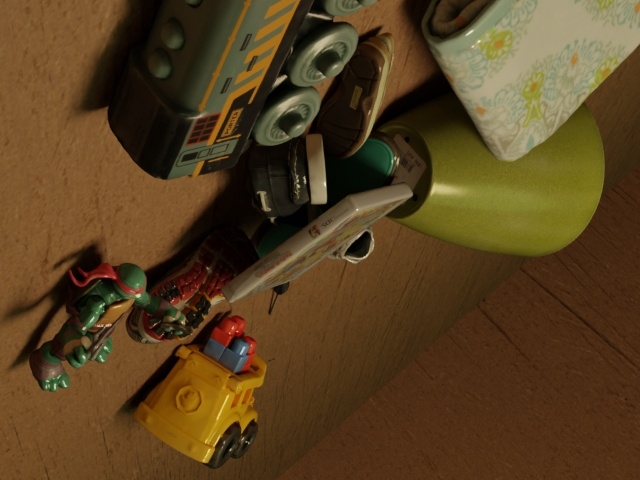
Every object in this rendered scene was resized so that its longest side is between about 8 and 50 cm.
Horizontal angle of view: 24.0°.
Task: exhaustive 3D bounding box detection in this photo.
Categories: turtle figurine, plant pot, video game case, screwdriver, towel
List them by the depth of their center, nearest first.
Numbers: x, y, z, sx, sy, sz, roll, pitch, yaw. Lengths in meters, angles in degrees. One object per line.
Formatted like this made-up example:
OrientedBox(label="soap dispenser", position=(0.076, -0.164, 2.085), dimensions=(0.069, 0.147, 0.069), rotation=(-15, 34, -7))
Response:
OrientedBox(label="turtle figurine", position=(-0.237, 0.088, 1.696), dimensions=(0.175, 0.118, 0.234), rotation=(-12, 163, -38))
OrientedBox(label="video game case", position=(0.000, 0.000, 1.880), dimensions=(0.206, 0.026, 0.227), rotation=(-36, 173, 20))
OrientedBox(label="towel", position=(0.312, -0.303, 1.907), dimensions=(0.374, 0.090, 0.320), rotation=(-45, 143, -2))
OrientedBox(label="plant pot", position=(0.207, -0.106, 2.148), dimensions=(0.293, 0.275, 0.275), rotation=(-4, 140, -44))
OrientedBox(label="screwdriver", position=(-0.066, 0.084, 2.340), dimensions=(0.170, 0.024, 0.025), rotation=(113, -2, -70))

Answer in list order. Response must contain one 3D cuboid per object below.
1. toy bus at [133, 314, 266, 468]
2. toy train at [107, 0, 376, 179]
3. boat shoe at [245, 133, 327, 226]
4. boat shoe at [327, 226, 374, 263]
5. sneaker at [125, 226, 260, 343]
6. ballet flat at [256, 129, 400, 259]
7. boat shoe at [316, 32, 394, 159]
OrientedBox(label="toy bus", position=(-0.152, 0.212, 2.258), dimensions=(0.211, 0.149, 0.220), rotation=(-63, 165, 7))
OrientedBox(label="toy train", position=(-0.068, -0.191, 1.360), dimensions=(0.190, 0.142, 0.334), rotation=(-19, 152, -39))
OrientedBox(label="boat shoe", position=(-0.045, -0.074, 1.819), dimensions=(0.091, 0.114, 0.302), rotation=(-3, 169, -3))
OrientedBox(label="boat shoe", position=(0.042, 0.003, 2.282), dimensions=(0.083, 0.076, 0.226), rotation=(-44, 165, 0))
OrientedBox(label="sneaker", position=(-0.163, 0.055, 1.906), dimensions=(0.092, 0.088, 0.225), rotation=(-20, -168, 48))
OrientedBox(label="ballet flat", position=(0.014, -0.064, 2.023), dimensions=(0.280, 0.095, 0.096), rotation=(-41, 179, 32))
OrientedBox(label="boat shoe", position=(0.053, -0.177, 1.850), dimensions=(0.072, 0.068, 0.190), rotation=(-47, 170, -41))
